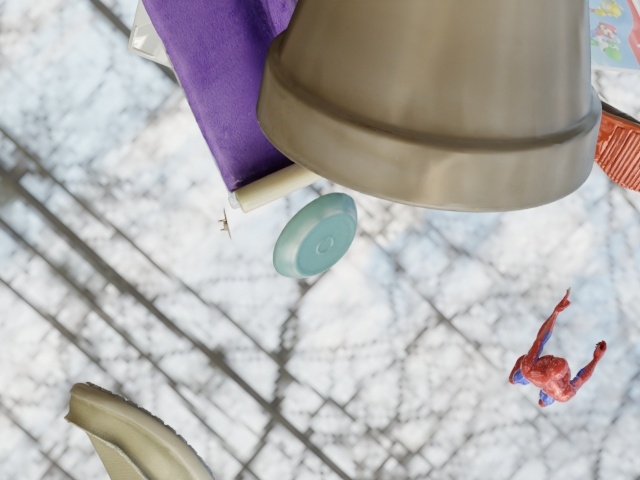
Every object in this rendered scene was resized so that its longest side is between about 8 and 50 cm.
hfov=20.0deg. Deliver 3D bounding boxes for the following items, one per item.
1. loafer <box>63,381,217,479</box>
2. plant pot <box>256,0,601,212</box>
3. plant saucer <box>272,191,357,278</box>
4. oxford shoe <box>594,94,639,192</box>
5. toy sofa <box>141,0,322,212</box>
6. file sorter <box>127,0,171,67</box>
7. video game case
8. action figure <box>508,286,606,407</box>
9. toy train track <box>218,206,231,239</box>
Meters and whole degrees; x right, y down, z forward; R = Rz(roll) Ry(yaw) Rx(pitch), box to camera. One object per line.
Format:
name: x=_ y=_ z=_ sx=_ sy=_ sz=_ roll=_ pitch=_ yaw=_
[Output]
loafer: x=-0.132 y=0.230 z=1.568 sx=0.092 sy=0.268 sz=0.102 roll=-48 pitch=-161 yaw=-15
plant pot: x=0.118 y=-0.219 z=1.652 sx=0.323 sy=0.323 sz=0.280 roll=-89 pitch=-173 yaw=-61
plant saucer: x=0.000 y=0.000 z=2.039 sx=0.119 sy=0.119 sz=0.021 roll=-46 pitch=-122 yaw=1
oxford shoe: x=0.413 y=-0.155 z=2.552 sx=0.097 sy=0.271 sz=0.098 roll=-56 pitch=-175 yaw=35
toy sofa: x=-0.091 y=-0.221 z=1.909 sx=0.150 sy=0.362 sz=0.177 roll=-24 pitch=-179 yaw=-8
file sorter: x=-0.146 y=-0.403 z=2.739 sx=0.173 sy=0.193 sz=0.278 roll=-55 pitch=164 yaw=-60
video game case: x=0.258 y=-0.276 z=2.091 sx=0.285 sy=0.204 sz=0.025 roll=12 pitch=-121 yaw=42
action figure: x=0.319 y=0.149 z=2.400 sx=0.139 sy=0.091 sz=0.280 roll=-54 pitch=175 yaw=-2
toy train track: x=-0.139 y=-0.022 z=2.618 sx=0.014 sy=0.048 sz=0.083 roll=-13 pitch=-174 yaw=-3
